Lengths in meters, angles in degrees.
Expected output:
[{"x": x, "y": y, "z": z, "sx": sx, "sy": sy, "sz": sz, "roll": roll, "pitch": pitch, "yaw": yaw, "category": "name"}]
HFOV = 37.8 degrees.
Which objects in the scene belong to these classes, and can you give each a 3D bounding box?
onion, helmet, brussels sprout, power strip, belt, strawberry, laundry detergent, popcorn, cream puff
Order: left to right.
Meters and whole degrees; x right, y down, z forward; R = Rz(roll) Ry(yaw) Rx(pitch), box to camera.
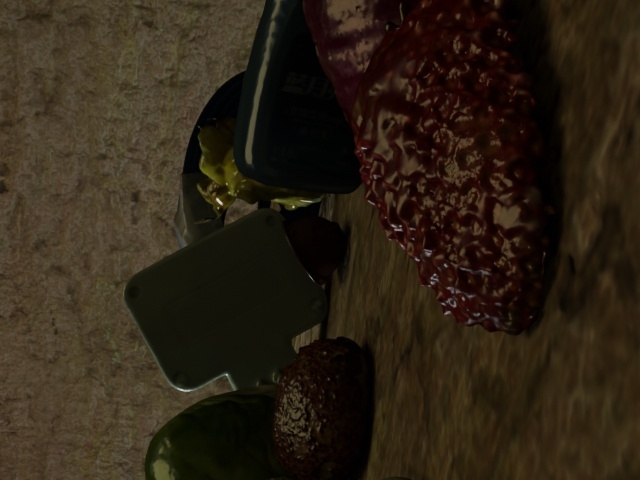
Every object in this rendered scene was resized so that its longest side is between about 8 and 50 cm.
[{"x": -0.085, "y": 0.248, "z": 0.998, "sx": 0.223, "sy": 0.223, "sz": 0.161, "roll": -103, "pitch": 27, "yaw": -70, "category": "brussels sprout"}, {"x": -0.097, "y": 0.116, "z": 1.186, "sx": 0.261, "sy": 0.230, "sz": 0.141, "roll": 62, "pitch": 172, "yaw": -2, "category": "power strip"}, {"x": -0.102, "y": -0.088, "z": 1.408, "sx": 0.117, "sy": 0.213, "sz": 0.346, "roll": 121, "pitch": 159, "yaw": -70, "category": "belt"}, {"x": -0.077, "y": -0.104, "z": 1.273, "sx": 0.168, "sy": 0.195, "sz": 0.173, "roll": -97, "pitch": 8, "yaw": -72, "category": "popcorn"}, {"x": -0.003, "y": 0.160, "z": 0.886, "sx": 0.149, "sy": 0.085, "sz": 0.148, "roll": -172, "pitch": 90, "yaw": -82, "category": "cream puff"}, {"x": -0.003, "y": -0.197, "z": 0.960, "sx": 0.094, "sy": 0.144, "sz": 0.289, "roll": -143, "pitch": 60, "yaw": -66, "category": "laundry detergent"}, {"x": 0.000, "y": 0.000, "z": 1.103, "sx": 0.089, "sy": 0.057, "sz": 0.111, "roll": 54, "pitch": -174, "yaw": -11, "category": "helmet"}, {"x": 0.034, "y": -0.196, "z": 0.815, "sx": 0.250, "sy": 0.111, "sz": 0.247, "roll": -113, "pitch": 31, "yaw": -73, "category": "onion"}, {"x": 0.065, "y": -0.056, "z": 0.505, "sx": 0.208, "sy": 0.087, "sz": 0.167, "roll": -98, "pitch": 17, "yaw": -58, "category": "strawberry"}]

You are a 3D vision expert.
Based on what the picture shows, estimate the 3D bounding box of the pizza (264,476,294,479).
[{"x": -0.029, "y": 0.295, "z": 0.805, "sx": 0.188, "sy": 0.081, "sz": 0.204, "roll": 114, "pitch": 145, "yaw": -59, "category": "pizza"}]

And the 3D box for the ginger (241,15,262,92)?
[{"x": -0.011, "y": -0.218, "z": 1.105, "sx": 0.152, "sy": 0.138, "sz": 0.267, "roll": 42, "pitch": -114, "yaw": -81, "category": "ginger"}]

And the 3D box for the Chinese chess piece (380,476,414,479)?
[{"x": 0.050, "y": 0.198, "z": 0.616, "sx": 0.084, "sy": 0.034, "sz": 0.084, "roll": -171, "pitch": 90, "yaw": -84, "category": "Chinese chess piece"}]
